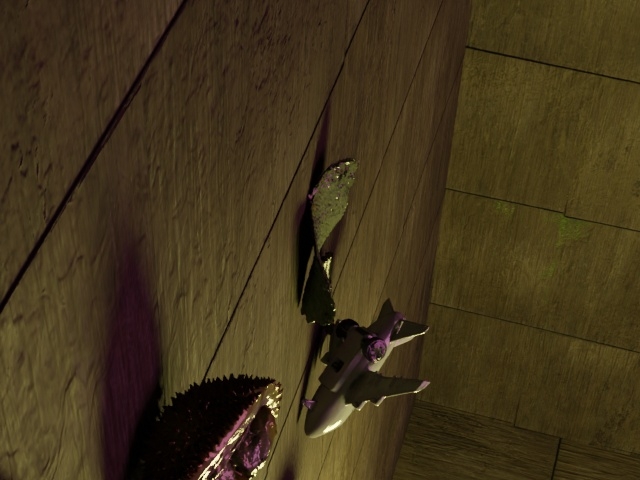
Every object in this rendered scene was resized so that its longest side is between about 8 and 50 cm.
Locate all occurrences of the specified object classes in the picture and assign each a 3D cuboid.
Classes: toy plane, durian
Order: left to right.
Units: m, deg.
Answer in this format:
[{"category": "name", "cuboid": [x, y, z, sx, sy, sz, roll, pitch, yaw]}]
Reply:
[{"category": "durian", "cuboid": [-0.124, 0.207, 1.263, 0.208, 0.102, 0.146, -44, 152, -28]}, {"category": "toy plane", "cuboid": [0.053, 0.204, 2.136, 0.255, 0.251, 0.101, -49, 127, -6]}]

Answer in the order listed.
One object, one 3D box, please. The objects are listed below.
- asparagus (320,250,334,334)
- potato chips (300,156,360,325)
[{"category": "asparagus", "cuboid": [0.011, 0.083, 2.057, 0.233, 0.022, 0.023, 86, 4, -58]}, {"category": "potato chips", "cuboid": [0.008, 0.000, 1.830, 0.167, 0.059, 0.228, 69, 30, -84]}]
